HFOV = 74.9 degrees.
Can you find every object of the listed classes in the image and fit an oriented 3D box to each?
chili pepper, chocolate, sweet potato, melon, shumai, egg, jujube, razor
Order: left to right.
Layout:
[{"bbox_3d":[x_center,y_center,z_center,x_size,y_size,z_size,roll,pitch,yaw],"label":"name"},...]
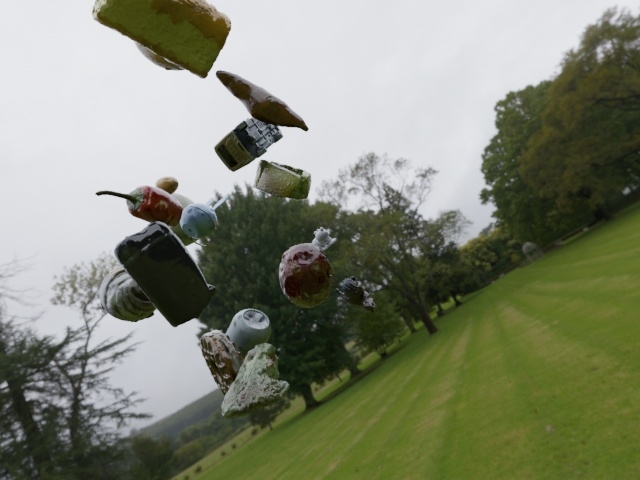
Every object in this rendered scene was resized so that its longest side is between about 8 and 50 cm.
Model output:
[{"bbox_3d":[-0.891,0.231,2.012,0.303,0.303,0.213,-22,-4,-34],"label":"chocolate"},{"bbox_3d":[-0.618,-0.134,1.502,0.134,0.131,0.338,-53,-14,-2],"label":"chili pepper"},{"bbox_3d":[-0.640,-0.231,1.750,0.096,0.080,0.080,-35,-9,-24],"label":"egg"},{"bbox_3d":[-0.504,0.110,1.385,0.114,0.349,0.204,-20,20,44],"label":"razor"},{"bbox_3d":[-0.728,-0.102,2.129,0.272,0.308,0.271,-28,-42,-29],"label":"melon"},{"bbox_3d":[-0.256,0.505,1.508,0.222,0.203,0.272,-26,-6,28],"label":"shumai"},{"bbox_3d":[-0.199,-0.467,1.446,0.112,0.359,0.112,-61,2,3],"label":"sweet potato"},{"bbox_3d":[-0.070,0.178,2.041,0.277,0.276,0.377,-29,-25,-7],"label":"jujube"}]

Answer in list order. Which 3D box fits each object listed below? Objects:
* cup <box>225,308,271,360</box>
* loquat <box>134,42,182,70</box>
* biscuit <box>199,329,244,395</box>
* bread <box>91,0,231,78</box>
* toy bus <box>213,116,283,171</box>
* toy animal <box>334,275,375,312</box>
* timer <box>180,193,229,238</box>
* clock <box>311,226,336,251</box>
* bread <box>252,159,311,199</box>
[{"bbox_3d":[-0.374,0.496,2.044,0.205,0.205,0.312,-14,-43,-54],"label":"cup"},{"bbox_3d":[-0.581,-0.835,1.681,0.328,0.359,0.328,-40,-7,-6],"label":"loquat"},{"bbox_3d":[-0.394,0.524,1.745,0.103,0.332,0.332,-25,-13,-31],"label":"biscuit"},{"bbox_3d":[-0.494,-0.714,1.330,0.376,0.165,0.236,17,-67,-41],"label":"bread"},{"bbox_3d":[-0.264,-0.376,1.565,0.157,0.139,0.289,-25,22,31],"label":"toy bus"},{"bbox_3d":[0.158,0.258,1.848,0.116,0.179,0.218,-32,-34,-8],"label":"toy animal"},{"bbox_3d":[-0.515,-0.101,1.886,0.175,0.175,0.255,-38,-3,34],"label":"timer"},{"bbox_3d":[0.000,0.000,2.341,0.080,0.117,0.176,-44,2,-38],"label":"clock"},{"bbox_3d":[-0.132,-0.226,1.569,0.186,0.124,0.257,-1,15,-43],"label":"bread"}]
